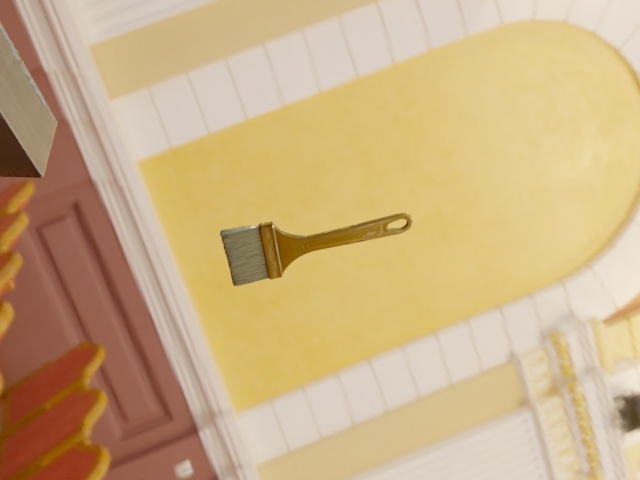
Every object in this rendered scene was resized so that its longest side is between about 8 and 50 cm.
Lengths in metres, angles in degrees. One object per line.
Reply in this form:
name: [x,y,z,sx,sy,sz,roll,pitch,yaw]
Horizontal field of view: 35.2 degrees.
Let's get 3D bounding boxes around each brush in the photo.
brush: [0.000,0.000,1.072,0.011,0.205,0.083,-105,-175,-46]

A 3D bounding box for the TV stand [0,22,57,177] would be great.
TV stand: [-0.360,-0.165,1.030,0.269,0.088,0.083,79,15,-61]
